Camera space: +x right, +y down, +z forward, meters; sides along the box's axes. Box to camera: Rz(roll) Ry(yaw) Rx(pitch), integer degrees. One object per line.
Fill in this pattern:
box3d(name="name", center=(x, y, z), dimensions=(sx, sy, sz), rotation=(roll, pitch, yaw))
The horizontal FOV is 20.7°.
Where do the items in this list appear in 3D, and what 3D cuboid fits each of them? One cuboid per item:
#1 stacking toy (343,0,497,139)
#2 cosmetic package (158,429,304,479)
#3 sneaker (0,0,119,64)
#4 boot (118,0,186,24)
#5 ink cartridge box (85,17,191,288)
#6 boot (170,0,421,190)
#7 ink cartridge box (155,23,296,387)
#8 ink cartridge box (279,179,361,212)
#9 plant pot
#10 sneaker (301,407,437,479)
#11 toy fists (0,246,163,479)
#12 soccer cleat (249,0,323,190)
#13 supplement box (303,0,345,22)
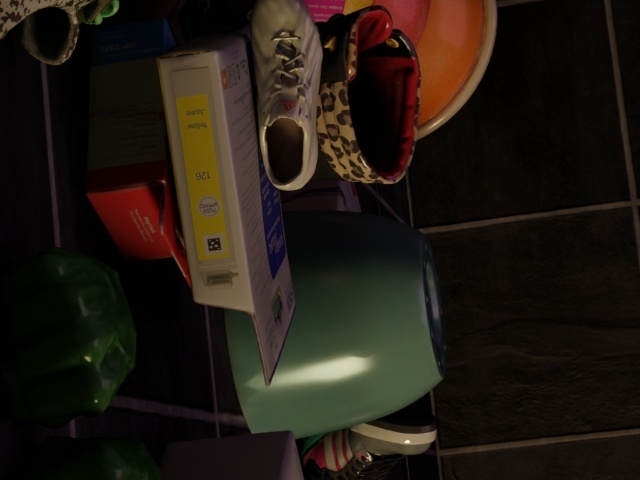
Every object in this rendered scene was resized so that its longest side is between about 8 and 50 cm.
box3d(name="stacking toy", center=(-0.001, -0.335, 2.313), dimensions=(0.480, 0.350, 0.350), rotation=(24, 58, -61))
box3d(name="cosmetic package", center=(-0.079, 0.336, 1.662), dimensions=(0.224, 0.138, 0.224), rotation=(-81, 161, -63))
box3d(name="sneaker", center=(-0.204, -0.240, 1.451), dimensions=(0.182, 0.158, 0.410), rotation=(-69, 165, 12))
box3d(name="boot", center=(-0.195, -0.342, 1.634), dimensions=(0.280, 0.096, 0.264), rotation=(9, 95, -71))
box3d(name="ink cartridge box", center=(-0.164, -0.074, 1.645), dimensions=(0.134, 0.078, 0.231), rotation=(69, 17, -59))
box3d(name="boot", center=(-0.036, -0.227, 1.893), dimensions=(0.138, 0.284, 0.377), rotation=(-10, 99, -42))
box3d(name="ink cartridge box", center=(-0.084, -0.044, 1.685), dimensions=(0.303, 0.072, 0.307), rotation=(-70, 155, -78))
box3d(name="ink cartridge box", center=(0.000, 0.000, 2.470), dimensions=(0.237, 0.100, 0.172), rotation=(-84, 163, -57))
box3d(name="plant pot", center=(0.028, 0.094, 2.167), dimensions=(0.293, 0.235, 0.293), rotation=(-8, 90, -80))
box3d(name="sneaker", center=(0.058, 0.308, 2.301), dimensions=(0.295, 0.124, 0.178), rotation=(176, -86, -65))
box3d(name="toy fists", center=(-0.183, 0.143, 1.344), dimensions=(0.142, 0.096, 0.279), rotation=(-105, -174, -88))
box3d(name="soccer cleat", center=(-0.032, -0.144, 1.668), dimensions=(0.076, 0.068, 0.196), rotation=(-56, 142, -76))
box3d(name="supplement box", center=(-0.044, -0.295, 2.079), dimensions=(0.114, 0.111, 0.220), rotation=(-2, 111, -41))
